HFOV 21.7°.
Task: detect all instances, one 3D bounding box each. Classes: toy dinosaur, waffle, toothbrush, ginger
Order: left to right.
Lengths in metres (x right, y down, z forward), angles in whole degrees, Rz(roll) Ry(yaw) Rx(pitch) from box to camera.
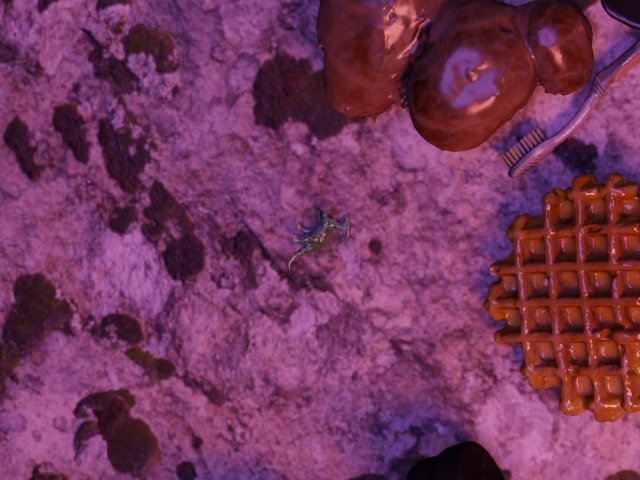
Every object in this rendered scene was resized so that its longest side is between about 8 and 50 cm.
[{"bbox_3d":[0.000,0.000,1.905,0.062,0.021,0.083,14,95,6],"label":"toy dinosaur"},{"bbox_3d":[0.135,-0.213,1.792,0.304,0.155,0.244,31,95,8],"label":"ginger"},{"bbox_3d":[0.298,0.058,1.763,0.253,0.056,0.249,-41,76,27],"label":"waffle"},{"bbox_3d":[0.335,-0.197,1.773,0.375,0.028,0.037,-42,69,16],"label":"toothbrush"}]

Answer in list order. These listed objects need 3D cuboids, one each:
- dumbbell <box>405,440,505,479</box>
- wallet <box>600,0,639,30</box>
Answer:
[{"bbox_3d":[0.061,0.339,1.805,0.388,0.185,0.185,-20,85,19],"label":"dumbbell"},{"bbox_3d":[0.430,-0.372,1.698,0.197,0.051,0.377,23,92,10],"label":"wallet"}]
